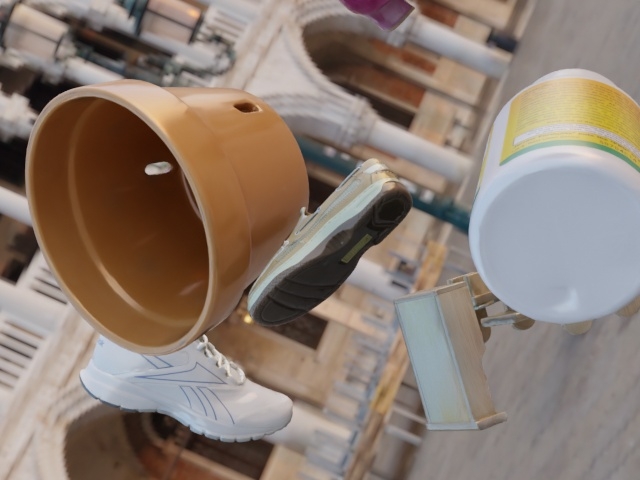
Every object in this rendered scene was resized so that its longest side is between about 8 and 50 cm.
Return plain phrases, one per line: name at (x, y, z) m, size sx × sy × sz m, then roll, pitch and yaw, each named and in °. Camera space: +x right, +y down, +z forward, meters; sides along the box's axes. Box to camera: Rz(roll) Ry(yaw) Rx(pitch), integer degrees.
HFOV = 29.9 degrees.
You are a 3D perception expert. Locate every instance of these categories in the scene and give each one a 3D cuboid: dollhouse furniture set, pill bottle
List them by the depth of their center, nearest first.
pill bottle at (0.166, -0.042, 0.802) m, size 0.208 × 0.117 × 0.118 m, roll -65°, pitch -2°, yaw -62°
dollhouse furniture set at (0.229, 0.111, 1.407) m, size 0.212 × 0.242 × 0.161 m, roll -18°, pitch 87°, yaw 63°

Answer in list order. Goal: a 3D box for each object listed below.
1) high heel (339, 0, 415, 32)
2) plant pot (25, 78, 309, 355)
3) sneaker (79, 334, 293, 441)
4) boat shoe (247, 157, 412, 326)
high heel at (0.114, -0.374, 1.449) m, size 0.244 × 0.117 × 0.082 m, roll -48°, pitch 47°, yaw 12°
plant pot at (-0.150, -0.045, 1.306) m, size 0.203 × 0.291 × 0.291 m, roll -26°, pitch -32°, yaw -45°
sneaker at (-0.172, 0.187, 1.637) m, size 0.111 × 0.297 × 0.129 m, roll -126°, pitch 55°, yaw -74°
boat shoe at (0.000, 0.000, 1.121) m, size 0.190 × 0.072 × 0.068 m, roll -41°, pitch -39°, yaw 9°
